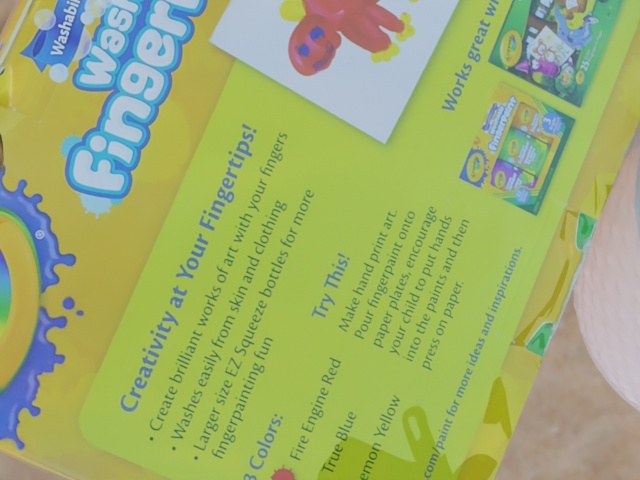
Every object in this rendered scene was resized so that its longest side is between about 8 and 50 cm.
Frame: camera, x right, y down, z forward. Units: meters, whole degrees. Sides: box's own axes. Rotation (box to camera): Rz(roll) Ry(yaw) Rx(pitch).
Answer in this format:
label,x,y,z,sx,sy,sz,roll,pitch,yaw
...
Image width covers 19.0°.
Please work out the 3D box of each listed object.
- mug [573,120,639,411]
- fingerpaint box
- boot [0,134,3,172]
label,x,y,z,sx,sy,sz,roll,pitch,yaw
mug,0.370,-0.011,1.408,0.374,0.276,0.328,-21,163,-25
fingerpaint box,-0.030,-0.041,1.178,0.371,0.445,0.163,25,169,-11
boot,-0.183,0.052,0.825,0.109,0.220,0.283,-12,179,-2
